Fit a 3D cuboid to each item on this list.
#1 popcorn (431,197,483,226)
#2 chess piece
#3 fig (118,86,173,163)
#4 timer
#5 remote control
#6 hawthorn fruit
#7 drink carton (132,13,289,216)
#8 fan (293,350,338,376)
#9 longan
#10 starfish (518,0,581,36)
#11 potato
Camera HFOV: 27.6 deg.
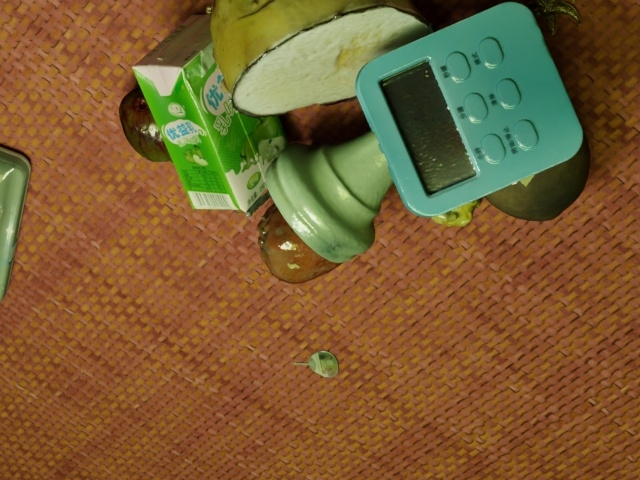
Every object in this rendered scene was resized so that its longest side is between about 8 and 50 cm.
[{"bbox_3d":[0.199,-0.077,1.955,0.106,0.116,0.120,-30,159,-1],"label":"popcorn"},{"bbox_3d":[0.087,-0.122,1.883,0.299,0.194,0.194,-38,111,21],"label":"chess piece"},{"bbox_3d":[-0.250,-0.170,2.020,0.103,0.109,0.154,-17,152,1],"label":"fig"},{"bbox_3d":[0.195,-0.171,1.736,0.250,0.091,0.231,-25,93,-2],"label":"timer"},{"bbox_3d":[-0.583,-0.024,2.236,0.128,0.065,0.335,22,129,0],"label":"remote control"},{"bbox_3d":[-0.013,0.003,2.053,0.189,0.149,0.149,13,129,10],"label":"hawthorn fruit"},{"bbox_3d":[-0.148,-0.185,1.927,0.108,0.161,0.271,6,131,35],"label":"drink carton"},{"bbox_3d":[-0.003,0.214,2.305,0.080,0.003,0.060,21,129,-2],"label":"fan"},{"bbox_3d":[0.304,-0.112,1.875,0.167,0.167,0.187,-10,144,22],"label":"longan"},{"bbox_3d":[0.317,-0.316,1.791,0.091,0.028,0.078,17,135,-2],"label":"starfish"},{"bbox_3d":[-0.008,-0.313,1.784,0.300,0.196,0.246,-14,159,-18],"label":"potato"}]
